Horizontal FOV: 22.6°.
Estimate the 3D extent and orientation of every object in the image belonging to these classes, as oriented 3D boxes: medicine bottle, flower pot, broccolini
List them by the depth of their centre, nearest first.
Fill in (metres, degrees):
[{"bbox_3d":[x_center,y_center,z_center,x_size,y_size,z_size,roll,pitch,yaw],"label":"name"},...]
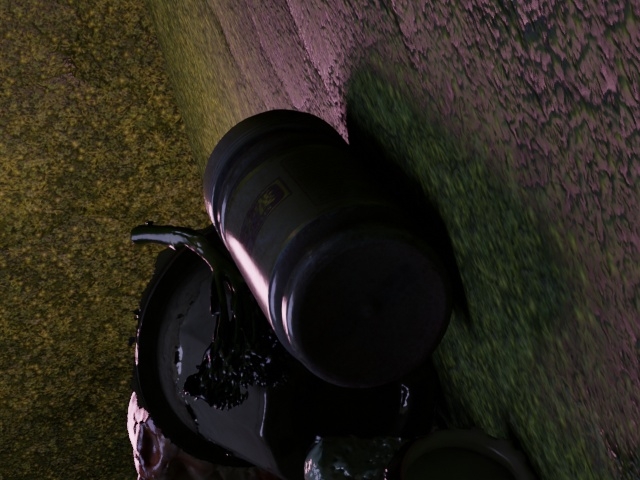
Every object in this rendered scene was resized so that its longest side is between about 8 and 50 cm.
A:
[{"bbox_3d":[0.000,0.000,1.409,0.322,0.151,0.151,-126,17,-64],"label":"medicine bottle"},{"bbox_3d":[-0.118,0.068,1.523,0.271,0.123,0.062,39,169,43],"label":"broccolini"},{"bbox_3d":[-0.028,0.132,1.618,0.259,0.290,0.290,30,141,63],"label":"flower pot"}]

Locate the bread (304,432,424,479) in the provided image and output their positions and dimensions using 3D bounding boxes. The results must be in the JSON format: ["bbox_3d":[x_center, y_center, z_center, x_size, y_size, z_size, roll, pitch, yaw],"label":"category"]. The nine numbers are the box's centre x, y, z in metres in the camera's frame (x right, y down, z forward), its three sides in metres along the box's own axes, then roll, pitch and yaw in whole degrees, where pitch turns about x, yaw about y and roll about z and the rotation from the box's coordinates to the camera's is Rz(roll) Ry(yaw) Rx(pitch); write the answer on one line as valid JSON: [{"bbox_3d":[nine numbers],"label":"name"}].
[{"bbox_3d":[0.096,0.235,1.473,0.232,0.172,0.064,29,-131,-35],"label":"bread"}]

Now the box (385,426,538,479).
[{"bbox_3d":[0.111,0.236,1.304,0.135,0.151,0.151,91,159,-48],"label":"box"}]

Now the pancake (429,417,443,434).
[{"bbox_3d":[0.127,0.232,1.633,0.129,0.022,0.116,107,141,-71],"label":"pancake"}]

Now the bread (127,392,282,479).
[{"bbox_3d":[-0.075,0.204,1.921,0.114,0.295,0.328,-120,43,-53],"label":"bread"}]
